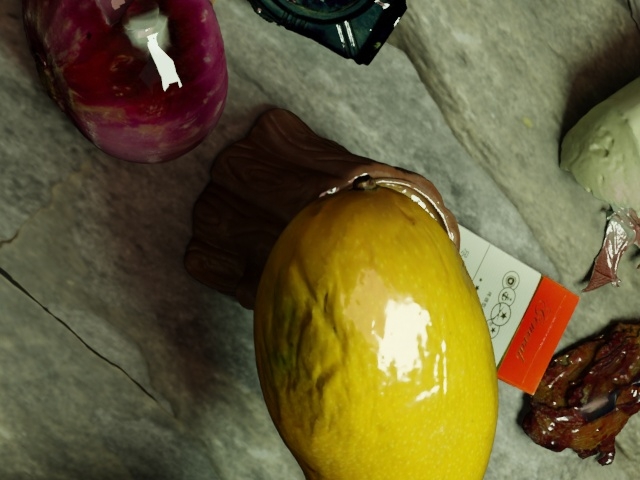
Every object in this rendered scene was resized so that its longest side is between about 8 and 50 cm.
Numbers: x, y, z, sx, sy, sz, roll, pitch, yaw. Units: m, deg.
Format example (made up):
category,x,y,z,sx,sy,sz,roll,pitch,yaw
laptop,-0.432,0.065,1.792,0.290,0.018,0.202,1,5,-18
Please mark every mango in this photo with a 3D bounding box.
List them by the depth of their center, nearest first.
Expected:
category,x,y,z,sx,sy,sz,roll,pitch,yaw
mango,0.050,0.121,0.782,0.187,0.144,0.359,-19,116,-9

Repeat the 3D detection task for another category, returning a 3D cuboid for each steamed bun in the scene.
category,x,y,z,sx,sy,sz,roll,pitch,yaw
steamed bun,0.406,-0.113,1.124,0.225,0.200,0.170,-28,87,-6

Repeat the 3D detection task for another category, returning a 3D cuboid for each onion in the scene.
category,x,y,z,sx,sy,sz,roll,pitch,yaw
onion,-0.164,-0.169,0.851,0.200,0.200,0.207,2,104,-25

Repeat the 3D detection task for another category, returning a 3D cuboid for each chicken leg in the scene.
category,x,y,z,sx,sy,sz,roll,pitch,yaw
chicken leg,0.398,0.193,1.241,0.322,0.083,0.177,-24,117,-18

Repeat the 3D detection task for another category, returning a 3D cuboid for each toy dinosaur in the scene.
category,x,y,z,sx,sy,sz,roll,pitch,yaw
toy dinosaur,0.395,-0.009,1.222,0.220,0.032,0.108,-41,111,-15

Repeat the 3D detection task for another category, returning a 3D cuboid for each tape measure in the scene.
category,x,y,z,sx,sy,sz,roll,pitch,yaw
tape measure,0.016,-0.284,0.915,0.186,0.112,0.199,27,123,-9

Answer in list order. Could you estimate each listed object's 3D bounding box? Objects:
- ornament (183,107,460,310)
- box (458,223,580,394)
category,x,y,z,sx,sy,sz,roll,pitch,yaw
ornament,0.000,0.000,0.932,0.221,0.217,0.235,-20,109,-20
box,0.184,0.074,1.134,0.245,0.035,0.139,27,87,-27
